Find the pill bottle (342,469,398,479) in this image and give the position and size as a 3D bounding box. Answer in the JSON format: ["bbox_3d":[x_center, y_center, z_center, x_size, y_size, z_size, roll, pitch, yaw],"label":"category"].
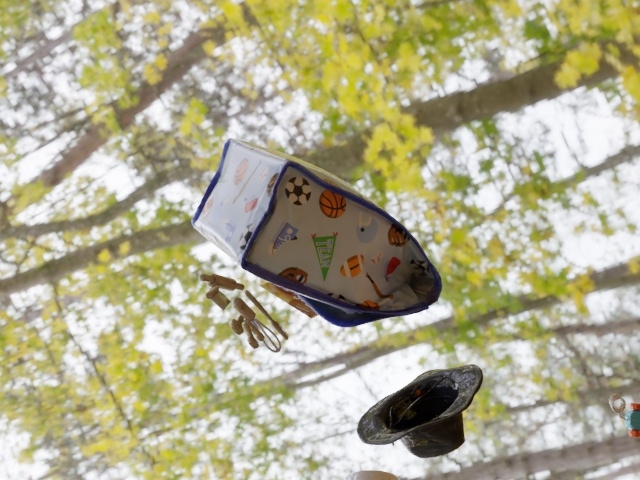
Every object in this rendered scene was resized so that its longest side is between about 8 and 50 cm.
[{"bbox_3d":[0.087,0.513,1.733,0.121,0.121,0.221,39,-140,-42],"label":"pill bottle"}]

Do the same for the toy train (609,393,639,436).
[{"bbox_3d":[0.569,0.265,1.761,0.125,0.166,0.046,56,165,-3],"label":"toy train"}]

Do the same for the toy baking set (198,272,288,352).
[{"bbox_3d":[-0.163,0.156,2.160,0.197,0.030,0.256,57,-164,19],"label":"toy baking set"}]

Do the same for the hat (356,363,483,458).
[{"bbox_3d":[0.247,0.412,2.300,0.134,0.331,0.331,61,-151,-9],"label":"hat"}]

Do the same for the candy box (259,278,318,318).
[{"bbox_3d":[-0.039,0.106,2.340,0.186,0.109,0.053,37,-140,-38],"label":"candy box"}]

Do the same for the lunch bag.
[{"bbox_3d":[0.000,0.000,1.854,0.385,0.239,0.328,23,-175,-27],"label":"lunch bag"}]
